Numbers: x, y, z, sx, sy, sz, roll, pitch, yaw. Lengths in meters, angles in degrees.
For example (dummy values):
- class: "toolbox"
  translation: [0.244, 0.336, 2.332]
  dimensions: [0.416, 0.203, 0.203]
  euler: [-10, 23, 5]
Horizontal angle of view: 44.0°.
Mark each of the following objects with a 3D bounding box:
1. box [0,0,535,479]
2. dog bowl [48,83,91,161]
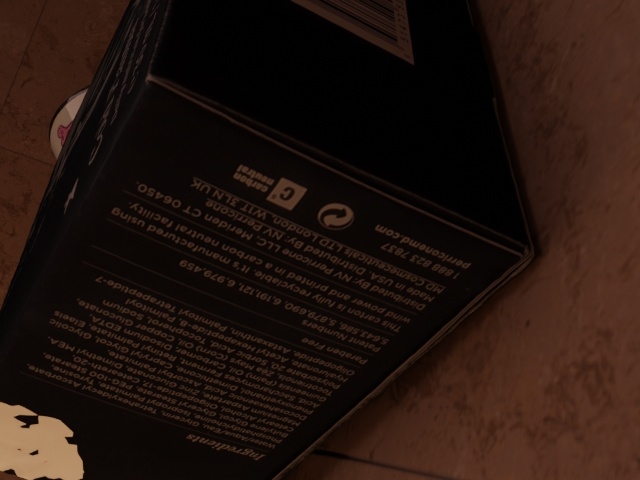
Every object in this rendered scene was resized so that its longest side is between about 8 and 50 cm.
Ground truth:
- class: "box"
  translation: [-0.093, -0.060, 0.779]
  dimensions: [0.471, 0.297, 0.479]
  euler: [-51, 26, 37]
- class: "dog bowl"
  translation: [-0.360, -0.165, 1.683]
  dimensions: [0.408, 0.408, 0.150]
  euler: [-50, 44, 48]
